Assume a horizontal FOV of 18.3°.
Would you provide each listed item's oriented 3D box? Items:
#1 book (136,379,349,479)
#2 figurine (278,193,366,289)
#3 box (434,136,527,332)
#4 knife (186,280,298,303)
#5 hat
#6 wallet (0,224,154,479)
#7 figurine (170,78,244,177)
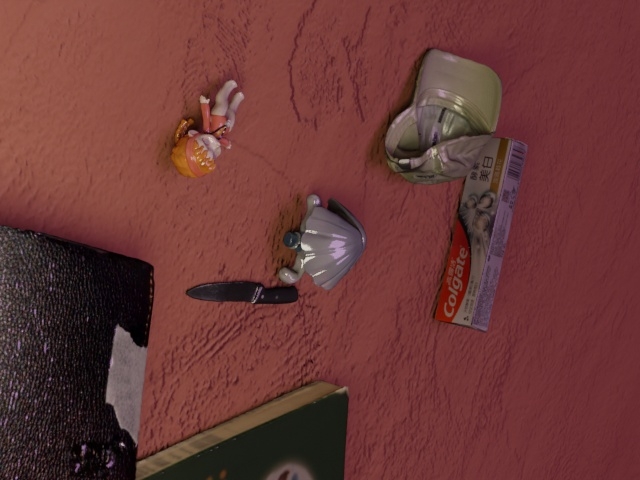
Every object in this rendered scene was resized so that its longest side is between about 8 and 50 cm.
[{"bbox_3d":[-0.101,0.306,1.945,0.371,0.043,0.260,-19,117,-49],"label":"book"},{"bbox_3d":[0.000,0.000,1.976,0.086,0.082,0.094,-15,102,-34],"label":"figurine"},{"bbox_3d":[0.180,-0.009,2.227,0.039,0.055,0.218,16,87,-54],"label":"box"},{"bbox_3d":[-0.074,0.051,1.930,0.170,0.010,0.023,2,98,-53],"label":"knife"},{"bbox_3d":[0.124,-0.129,2.115,0.122,0.081,0.166,16,67,-17],"label":"hat"},{"bbox_3d":[-0.233,0.105,1.631,0.262,0.071,0.220,17,72,-53],"label":"wallet"},{"bbox_3d":[-0.102,-0.101,1.818,0.064,0.047,0.109,58,44,-35],"label":"figurine"}]
